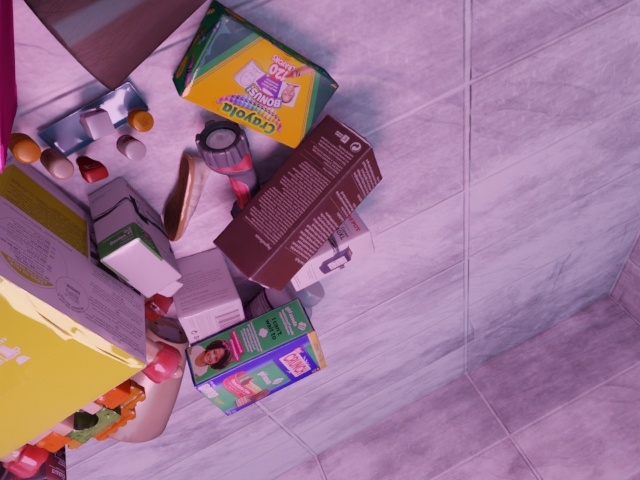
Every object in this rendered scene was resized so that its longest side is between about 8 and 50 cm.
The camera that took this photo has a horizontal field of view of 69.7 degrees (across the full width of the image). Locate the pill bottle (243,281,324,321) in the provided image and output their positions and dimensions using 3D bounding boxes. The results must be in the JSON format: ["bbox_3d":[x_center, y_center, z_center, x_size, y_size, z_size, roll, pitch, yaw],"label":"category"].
[{"bbox_3d":[-0.133,0.219,1.377,0.301,0.169,0.169,-45,139,17],"label":"pill bottle"}]

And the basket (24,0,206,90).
[{"bbox_3d":[-0.286,-0.367,0.686,0.227,0.154,0.204,-35,156,-1],"label":"basket"}]

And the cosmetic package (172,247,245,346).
[{"bbox_3d":[-0.295,0.148,1.188,0.151,0.183,0.151,-18,140,-16],"label":"cosmetic package"}]

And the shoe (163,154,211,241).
[{"bbox_3d":[-0.295,-0.088,1.023,0.058,0.076,0.219,-7,133,-44],"label":"shoe"}]

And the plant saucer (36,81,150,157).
[{"bbox_3d":[-0.419,-0.224,0.852,0.192,0.018,0.067,-29,141,0],"label":"plant saucer"}]

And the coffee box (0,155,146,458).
[{"bbox_3d":[-0.570,0.121,0.836,0.338,0.334,0.338,-33,131,3],"label":"coffee box"}]

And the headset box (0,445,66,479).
[{"bbox_3d":[-0.824,0.591,1.244,0.218,0.293,0.110,-21,140,-10],"label":"headset box"}]

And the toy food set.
[{"bbox_3d":[-0.425,-0.177,0.835,0.232,0.104,0.111,-31,130,-28],"label":"toy food set"}]

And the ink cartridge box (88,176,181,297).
[{"bbox_3d":[-0.385,-0.010,0.950,0.087,0.208,0.153,-33,141,-2],"label":"ink cartridge box"}]

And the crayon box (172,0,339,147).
[{"bbox_3d":[-0.120,-0.309,0.896,0.278,0.081,0.165,16,123,-41],"label":"crayon box"}]

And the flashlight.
[{"bbox_3d":[-0.186,-0.126,1.017,0.304,0.103,0.103,85,26,-57],"label":"flashlight"}]

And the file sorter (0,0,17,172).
[{"bbox_3d":[-0.518,-0.272,0.601,0.182,0.202,0.290,2,131,-29],"label":"file sorter"}]

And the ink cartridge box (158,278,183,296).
[{"bbox_3d":[-0.386,0.064,1.092,0.052,0.122,0.088,-40,140,12],"label":"ink cartridge box"}]

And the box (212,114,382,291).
[{"bbox_3d":[-0.040,-0.074,1.051,0.381,0.143,0.191,-49,160,-2],"label":"box"}]

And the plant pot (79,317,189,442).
[{"bbox_3d":[-0.484,0.362,1.279,0.256,0.256,0.274,24,101,-45],"label":"plant pot"}]

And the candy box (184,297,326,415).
[{"bbox_3d":[-0.157,0.317,1.228,0.317,0.122,0.268,-25,145,-8],"label":"candy box"}]

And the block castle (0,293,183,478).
[{"bbox_3d":[-0.549,0.305,1.081,0.453,0.303,0.213,-35,128,1],"label":"block castle"}]

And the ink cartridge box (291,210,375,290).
[{"bbox_3d":[0.000,0.000,1.223,0.237,0.172,0.100,-26,140,-6],"label":"ink cartridge box"}]
